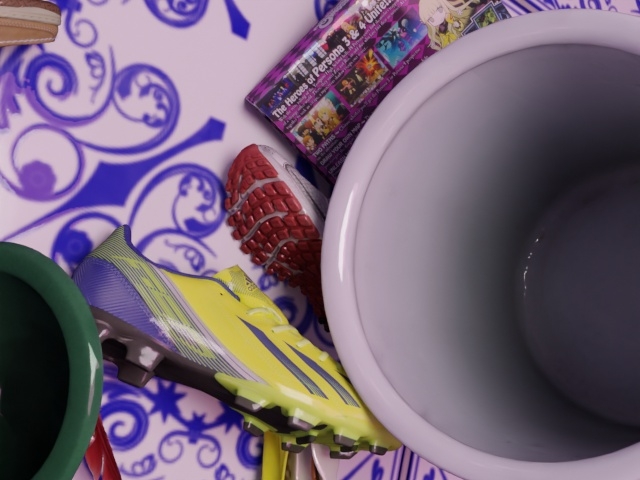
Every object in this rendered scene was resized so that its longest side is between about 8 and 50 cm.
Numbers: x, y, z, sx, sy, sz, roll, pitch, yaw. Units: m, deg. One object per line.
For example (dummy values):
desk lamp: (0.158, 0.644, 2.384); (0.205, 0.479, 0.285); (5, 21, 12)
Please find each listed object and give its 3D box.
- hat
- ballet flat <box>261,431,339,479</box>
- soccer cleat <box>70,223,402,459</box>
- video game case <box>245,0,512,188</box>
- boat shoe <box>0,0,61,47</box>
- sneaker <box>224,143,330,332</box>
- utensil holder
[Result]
hat: (-0.187, 0.113, 0.572); (0.183, 0.172, 0.209); (19, 89, -69)
ballet flat: (-0.015, 0.228, 0.679); (0.077, 0.077, 0.231); (3, 86, -38)
soccer cleat: (-0.053, 0.080, 0.607); (0.289, 0.093, 0.121); (26, 59, -12)
video game case: (0.083, -0.140, 0.731); (0.232, 0.042, 0.210); (-46, 117, 1)
boat shoe: (-0.269, -0.131, 0.519); (0.189, 0.068, 0.072); (-7, 104, -27)
sneaker: (0.000, 0.000, 0.708); (0.225, 0.088, 0.093); (51, 44, -26)
utensil holder: (0.241, 0.031, 0.674); (0.385, 0.327, 0.328); (15, 79, -54)
